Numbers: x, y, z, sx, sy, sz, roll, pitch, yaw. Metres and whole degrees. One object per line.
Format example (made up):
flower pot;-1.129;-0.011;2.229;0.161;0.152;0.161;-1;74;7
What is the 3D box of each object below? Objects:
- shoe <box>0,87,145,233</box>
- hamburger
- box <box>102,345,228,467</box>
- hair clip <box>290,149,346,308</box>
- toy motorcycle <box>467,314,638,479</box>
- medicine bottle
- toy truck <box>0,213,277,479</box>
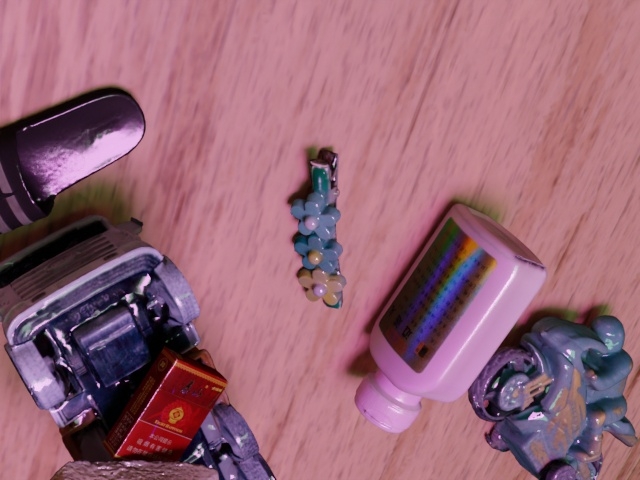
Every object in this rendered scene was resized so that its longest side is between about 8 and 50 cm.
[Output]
shoe;-0.206;-0.049;0.683;0.179;0.049;0.071;-29;129;-8
hamburger;-0.133;0.192;0.652;0.121;0.054;0.084;-1;135;-26
box;-0.108;0.121;0.665;0.051;0.023;0.082;33;90;-41
hair clip;-0.001;0.000;0.837;0.049;0.049;0.173;-17;128;-18
toy motorcycle;0.276;0.178;1.070;0.198;0.109;0.296;-43;129;-10
medicine bottle;0.112;0.082;0.898;0.078;0.115;0.219;19;111;-37
toy truck;-0.152;0.126;0.758;0.136;0.162;0.305;-31;126;-20
